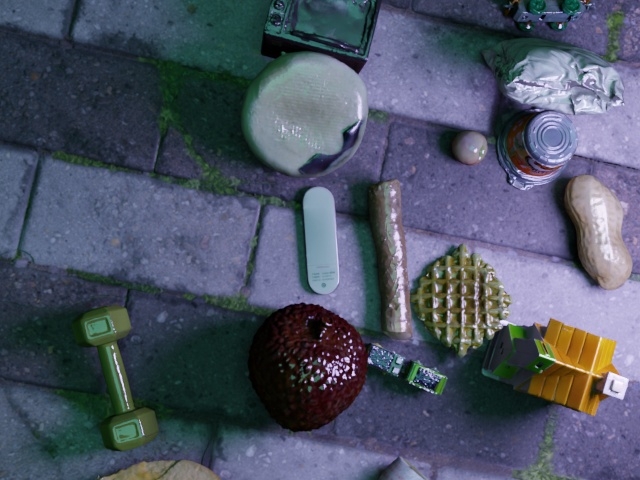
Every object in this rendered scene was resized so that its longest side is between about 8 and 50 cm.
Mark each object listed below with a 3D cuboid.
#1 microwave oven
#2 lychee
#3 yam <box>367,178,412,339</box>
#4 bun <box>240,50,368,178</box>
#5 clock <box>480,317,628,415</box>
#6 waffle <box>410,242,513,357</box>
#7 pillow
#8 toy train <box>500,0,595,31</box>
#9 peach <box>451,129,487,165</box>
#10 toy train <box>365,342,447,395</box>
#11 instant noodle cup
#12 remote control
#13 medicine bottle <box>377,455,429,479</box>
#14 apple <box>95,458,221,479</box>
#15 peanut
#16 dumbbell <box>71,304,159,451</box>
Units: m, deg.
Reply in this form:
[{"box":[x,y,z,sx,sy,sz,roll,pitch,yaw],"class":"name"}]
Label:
[{"box":[0.001,-0.484,1.753,0.247,0.188,0.178,14,84,-5],"class":"microwave oven"},{"box":[-0.029,0.263,1.667,0.260,0.260,0.261,1,85,-6],"class":"lychee"},{"box":[0.156,0.044,1.784,0.081,0.081,0.357,-4,84,-7],"class":"yam"},{"box":[-0.040,-0.278,1.749,0.283,0.179,0.283,-3,107,-9],"class":"bun"},{"box":[0.511,0.263,1.687,0.235,0.309,0.166,20,85,-5],"class":"clock"},{"box":[0.317,0.135,1.793,0.208,0.054,0.214,-42,75,-7],"class":"waffle"},{"box":[0.505,-0.365,1.759,0.283,0.310,0.138,11,114,0],"class":"pillow"},{"box":[0.531,-0.570,1.871,0.227,0.091,0.136,0,75,-5],"class":"toy train"},{"box":[0.340,-0.213,1.825,0.083,0.083,0.083,1,85,-6],"class":"peach"},{"box":[0.183,0.282,1.764,0.202,0.081,0.060,23,84,-4],"class":"toy train"},{"box":[0.508,-0.223,1.819,0.177,0.125,0.208,7,85,-6],"class":"instant noodle cup"},{"box":[0.000,0.000,1.798,0.077,0.022,0.245,-4,86,-4],"class":"remote control"},{"box":[0.177,0.561,1.708,0.147,0.147,0.143,42,85,-2],"class":"medicine bottle"},{"box":[-0.322,0.605,1.604,0.309,0.252,0.314,-13,83,-23],"class":"apple"},{"box":[0.642,-0.021,1.831,0.125,0.111,0.275,-14,90,-22],"class":"peanut"},{"box":[-0.432,0.288,1.683,0.121,0.108,0.302,-16,88,-8],"class":"dumbbell"}]
